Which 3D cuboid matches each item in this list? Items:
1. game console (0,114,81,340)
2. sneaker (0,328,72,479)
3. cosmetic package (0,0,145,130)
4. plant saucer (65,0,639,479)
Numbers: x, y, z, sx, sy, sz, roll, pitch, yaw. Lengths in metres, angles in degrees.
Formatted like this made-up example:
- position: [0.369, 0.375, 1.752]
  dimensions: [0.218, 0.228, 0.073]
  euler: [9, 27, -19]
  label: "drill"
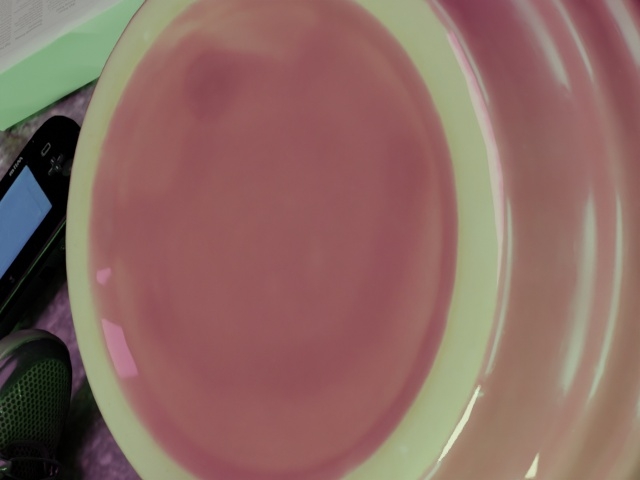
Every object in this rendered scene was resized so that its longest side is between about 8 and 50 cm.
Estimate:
- position: [-0.274, 0.063, 1.053]
  dimensions: [0.361, 0.044, 0.213]
  euler: [-52, 48, 9]
  label: "game console"
- position: [-0.185, 0.173, 0.908]
  dimensions: [0.130, 0.087, 0.227]
  euler: [24, 92, 41]
  label: "sneaker"
- position: [-0.162, -0.170, 1.043]
  dimensions: [0.239, 0.060, 0.098]
  euler: [-23, 57, 31]
  label: "cosmetic package"
- position: [0.000, 0.000, 0.622]
  dimensions: [0.332, 0.084, 0.332]
  euler: [-1, 89, 44]
  label: "plant saucer"
